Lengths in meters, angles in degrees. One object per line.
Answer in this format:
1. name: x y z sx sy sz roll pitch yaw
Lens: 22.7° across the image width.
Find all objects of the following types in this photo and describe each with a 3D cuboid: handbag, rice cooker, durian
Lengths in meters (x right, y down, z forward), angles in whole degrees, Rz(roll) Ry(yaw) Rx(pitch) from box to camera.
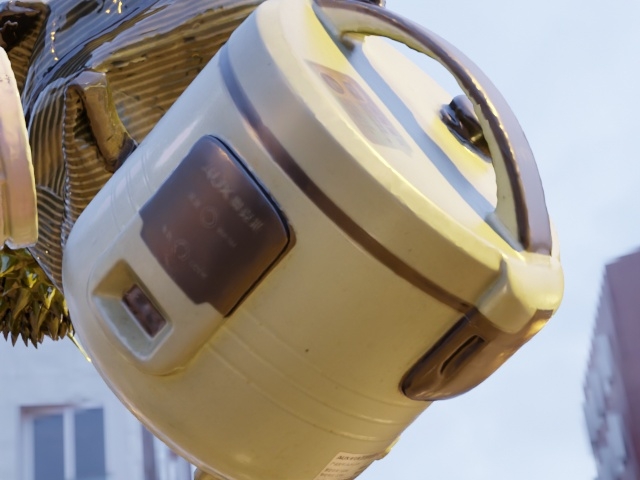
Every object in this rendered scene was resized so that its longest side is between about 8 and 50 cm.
1. handbag: -0.112 -0.113 1.349 0.341 0.247 0.240 -24 -45 -16
2. rice cooker: 0.000 0.000 0.840 0.244 0.226 0.226 -45 -45 17
3. durian: -0.366 -0.020 1.569 0.157 0.355 0.169 -57 -14 5

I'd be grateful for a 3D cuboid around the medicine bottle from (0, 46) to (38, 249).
1. medicine bottle: -0.210 -0.014 0.545 0.218 0.074 0.074 -11 -31 -16
